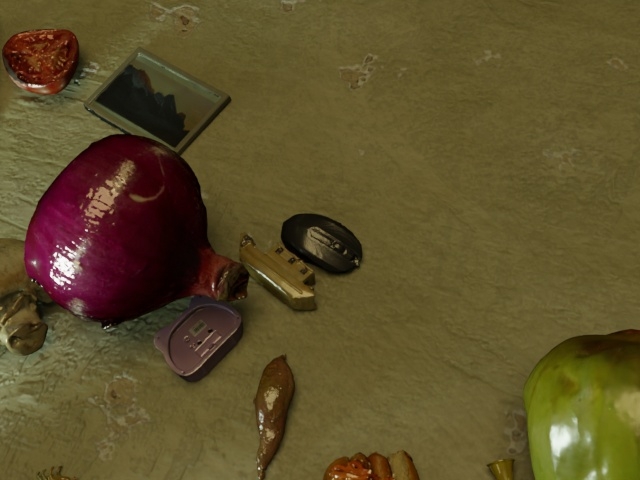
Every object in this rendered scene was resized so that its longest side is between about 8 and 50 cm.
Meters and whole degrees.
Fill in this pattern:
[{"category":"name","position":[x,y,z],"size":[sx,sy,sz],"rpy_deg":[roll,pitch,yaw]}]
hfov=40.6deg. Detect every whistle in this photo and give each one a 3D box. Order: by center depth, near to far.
[{"category":"whistle","position":[0.306,0.402,1.369],"size":[0.046,0.057,0.109],"rpy_deg":[-34,62,39]}]

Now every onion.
[{"category":"onion","position":[-0.296,0.005,1.492],"size":[0.385,0.348,0.348],"rpy_deg":[24,65,4]}]

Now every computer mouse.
[{"category":"computer mouse","position":[0.000,0.000,1.608],"size":[0.172,0.057,0.099],"rpy_deg":[27,70,18]}]

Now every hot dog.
[{"category":"hot dog","position":[0.088,0.464,1.275],"size":[0.158,0.117,0.349],"rpy_deg":[-8,47,2]}]

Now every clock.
[{"category":"clock","position":[-0.216,0.172,1.540],"size":[0.110,0.050,0.152],"rpy_deg":[37,70,23]}]

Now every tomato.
[{"category":"tomato","position":[-0.599,-0.373,1.871],"size":[0.166,0.082,0.174],"rpy_deg":[-5,56,-1]}]

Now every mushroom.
[{"category":"mushroom","position":[-0.591,0.105,1.543],"size":[0.253,0.189,0.195],"rpy_deg":[-43,63,-13]}]

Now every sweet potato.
[{"category":"sweet potato","position":[-0.083,0.286,1.455],"size":[0.068,0.068,0.226],"rpy_deg":[4,62,9]}]

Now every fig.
[{"category":"fig","position":[0.457,0.299,1.252],"size":[0.343,0.343,0.343],"rpy_deg":[-3,61,5]}]

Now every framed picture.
[{"category":"framed picture","position":[-0.349,-0.293,1.836],"size":[0.265,0.018,0.192],"rpy_deg":[30,69,20]}]

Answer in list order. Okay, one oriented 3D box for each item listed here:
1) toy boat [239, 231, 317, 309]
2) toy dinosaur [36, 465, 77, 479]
[{"category":"toy boat","position":[-0.077,0.052,1.590],"size":[0.200,0.057,0.077],"rpy_deg":[37,66,24]},{"category":"toy dinosaur","position":[-0.466,0.404,1.451],"size":[0.113,0.026,0.041],"rpy_deg":[-8,77,-9]}]
